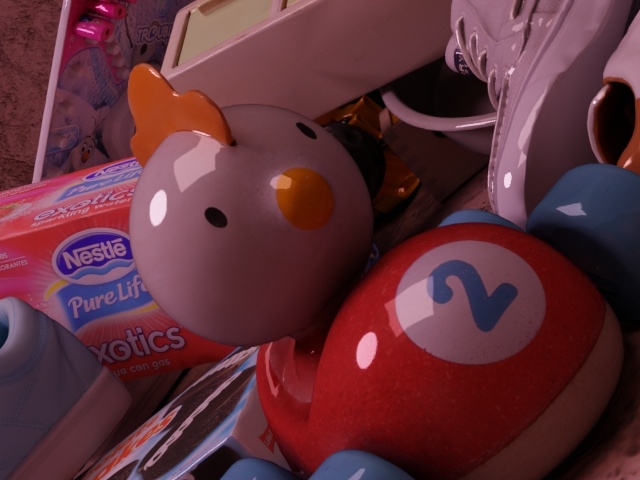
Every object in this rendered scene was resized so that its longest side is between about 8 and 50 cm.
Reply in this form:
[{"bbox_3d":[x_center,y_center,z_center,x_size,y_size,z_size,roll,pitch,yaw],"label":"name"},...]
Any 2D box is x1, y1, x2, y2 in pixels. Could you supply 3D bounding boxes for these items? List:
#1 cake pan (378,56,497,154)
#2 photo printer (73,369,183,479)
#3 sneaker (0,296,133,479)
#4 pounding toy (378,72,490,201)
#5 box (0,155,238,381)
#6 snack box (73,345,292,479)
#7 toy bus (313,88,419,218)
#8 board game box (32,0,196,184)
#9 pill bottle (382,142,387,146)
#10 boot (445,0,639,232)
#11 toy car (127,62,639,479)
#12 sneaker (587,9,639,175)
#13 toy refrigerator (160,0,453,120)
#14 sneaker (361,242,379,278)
[{"bbox_3d":[0.174,-0.169,0.998,0.293,0.054,0.293,-29,33,21],"label":"cake pan"},{"bbox_3d":[-0.269,0.172,1.368,0.307,0.107,0.256,-35,13,38],"label":"photo printer"},{"bbox_3d":[-0.264,0.157,0.944,0.135,0.150,0.366,-40,7,26],"label":"sneaker"},{"bbox_3d":[0.114,-0.125,1.151,0.141,0.100,0.130,-41,11,10],"label":"pounding toy"},{"bbox_3d":[-0.147,0.017,1.148,0.300,0.142,0.154,-13,19,17],"label":"box"},{"bbox_3d":[-0.132,0.187,0.914,0.322,0.060,0.187,-39,9,20],"label":"snack box"},{"bbox_3d":[-0.049,-0.075,1.268,0.211,0.220,0.149,-44,13,30],"label":"toy bus"},{"bbox_3d":[-0.204,-0.140,1.714,0.390,0.050,0.390,-26,-47,-62],"label":"board game box"},{"bbox_3d":[-0.014,-0.186,1.522,0.229,0.229,0.408,-48,12,-25],"label":"pill bottle"},{"bbox_3d":[0.127,-0.100,0.845,0.123,0.095,0.258,-3,49,43],"label":"boot"},{"bbox_3d":[-0.002,0.011,0.643,0.219,0.238,0.210,-48,11,-25],"label":"toy car"},{"bbox_3d":[0.190,-0.102,0.747,0.123,0.106,0.290,-35,14,25],"label":"sneaker"},{"bbox_3d":[0.018,-0.169,1.021,0.269,0.094,0.102,-24,35,25],"label":"toy refrigerator"},{"bbox_3d":[0.000,0.000,0.962,0.081,0.080,0.211,-14,-24,-14],"label":"sneaker"}]
